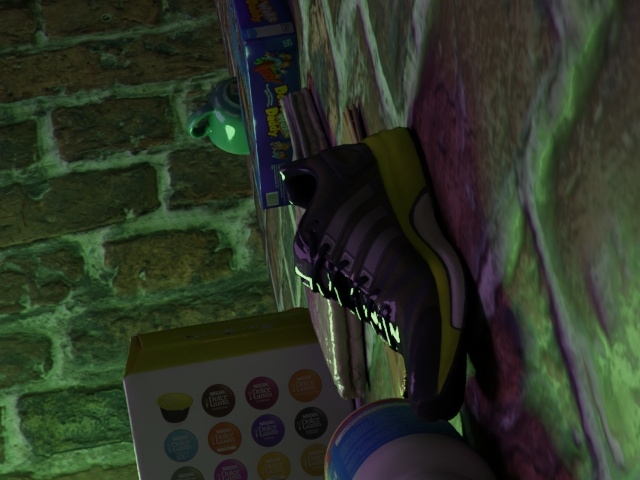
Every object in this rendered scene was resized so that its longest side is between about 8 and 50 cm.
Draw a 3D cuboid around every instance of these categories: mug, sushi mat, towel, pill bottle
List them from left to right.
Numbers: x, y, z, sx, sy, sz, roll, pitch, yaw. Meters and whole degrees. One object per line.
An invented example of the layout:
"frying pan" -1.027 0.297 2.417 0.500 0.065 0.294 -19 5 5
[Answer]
"mug" -0.148 -0.227 2.440 0.129 0.158 0.097 34 144 20
"towel" 0.000 0.000 1.858 0.331 0.053 0.317 -106 8 -55
"sushi mat" 0.061 0.023 1.425 0.151 0.019 0.316 87 172 -60
"pill bottle" 0.074 0.203 1.063 0.221 0.124 0.124 -145 45 -83

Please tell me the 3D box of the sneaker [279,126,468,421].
"sneaker" 0.043 0.029 1.082 0.300 0.121 0.111 -106 8 -48

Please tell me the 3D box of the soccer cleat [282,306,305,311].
"soccer cleat" -0.033 0.239 2.507 0.095 0.083 0.248 -118 21 -59

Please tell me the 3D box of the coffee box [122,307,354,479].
"coffee box" -0.123 0.310 2.180 0.338 0.338 0.334 -133 34 -81

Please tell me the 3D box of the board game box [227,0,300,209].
"board game box" -0.086 -0.254 2.137 0.347 0.078 0.233 86 172 -48
